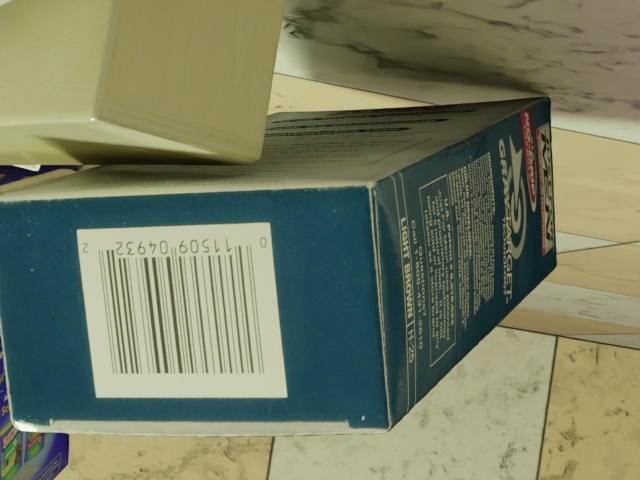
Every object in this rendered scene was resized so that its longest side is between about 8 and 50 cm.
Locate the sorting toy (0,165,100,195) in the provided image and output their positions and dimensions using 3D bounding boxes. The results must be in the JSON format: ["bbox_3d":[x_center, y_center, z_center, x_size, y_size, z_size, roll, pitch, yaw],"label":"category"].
[{"bbox_3d":[-0.251,-0.006,1.243,0.307,0.041,0.229,-18,-179,-25],"label":"sorting toy"}]

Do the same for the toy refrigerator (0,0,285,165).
[{"bbox_3d":[-0.133,-0.090,0.763,0.094,0.102,0.269,14,172,-42],"label":"toy refrigerator"}]

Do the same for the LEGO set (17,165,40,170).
[{"bbox_3d":[-0.319,-0.084,1.145,0.287,0.132,0.107,-19,-161,-12],"label":"LEGO set"}]

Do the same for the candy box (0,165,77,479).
[{"bbox_3d":[-0.320,0.101,1.543,0.122,0.317,0.268,9,-163,11],"label":"candy box"}]

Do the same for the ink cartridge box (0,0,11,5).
[{"bbox_3d":[-0.260,-0.130,0.597,0.307,0.072,0.303,-20,157,36],"label":"ink cartridge box"}]

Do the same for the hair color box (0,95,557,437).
[{"bbox_3d":[0.000,0.000,0.838,0.174,0.105,0.347,-1,-170,20],"label":"hair color box"}]
